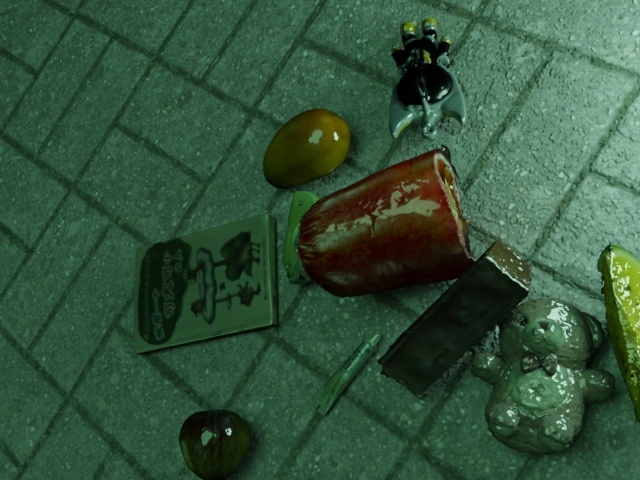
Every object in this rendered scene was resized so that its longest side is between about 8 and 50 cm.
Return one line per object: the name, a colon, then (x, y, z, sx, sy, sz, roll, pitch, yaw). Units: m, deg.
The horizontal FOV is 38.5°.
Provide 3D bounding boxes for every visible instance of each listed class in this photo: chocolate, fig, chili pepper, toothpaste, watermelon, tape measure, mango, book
chocolate: (0.236, 0.136, 1.620, 0.112, 0.112, 0.321, 39, 123, 0)
fig: (-0.217, 0.461, 1.831, 0.149, 0.149, 0.245, -1, 83, 31)
chili pepper: (0.132, -0.021, 1.721, 0.305, 0.251, 0.229, -14, 64, 23)
toothpaste: (0.053, 0.259, 1.801, 0.197, 0.029, 0.048, -51, 54, 7)
watermelon: (0.520, 0.152, 1.497, 0.123, 0.129, 0.301, -19, 67, 27)
tape measure: (0.000, 0.000, 1.888, 0.175, 0.106, 0.200, 4, 75, 35)
mango: (-0.034, -0.199, 1.981, 0.221, 0.120, 0.151, -21, 62, 31)
book: (-0.262, 0.100, 2.048, 0.371, 0.043, 0.260, -15, 65, 26)

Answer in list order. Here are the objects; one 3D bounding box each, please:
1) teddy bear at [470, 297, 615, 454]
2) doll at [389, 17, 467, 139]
teddy bear: (0.374, 0.226, 1.546, 0.236, 0.151, 0.267, 12, 80, 18)
doll: (0.209, -0.331, 1.895, 0.146, 0.103, 0.316, 3, 58, -8)
